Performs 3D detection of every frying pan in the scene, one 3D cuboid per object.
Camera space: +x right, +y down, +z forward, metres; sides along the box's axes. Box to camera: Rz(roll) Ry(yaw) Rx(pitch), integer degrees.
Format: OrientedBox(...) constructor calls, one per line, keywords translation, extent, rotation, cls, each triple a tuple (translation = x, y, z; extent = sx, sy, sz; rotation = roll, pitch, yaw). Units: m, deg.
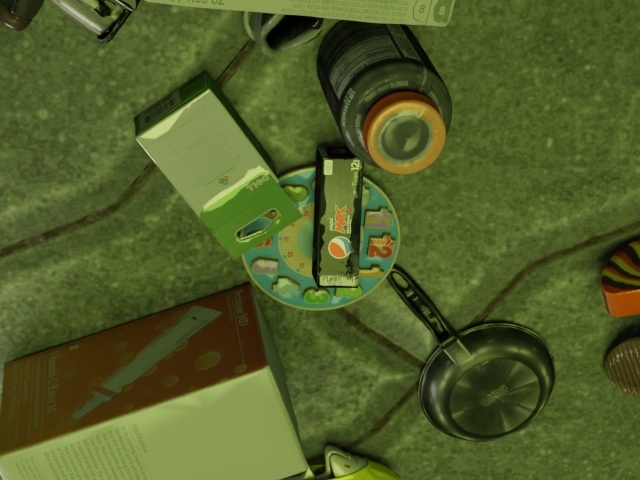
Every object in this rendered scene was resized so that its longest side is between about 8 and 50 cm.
OrientedBox(translation=(0.218, 0.150, 1.914), extent=(0.197, 0.053, 0.326), rotation=(-17, 122, -1), cls="frying pan")

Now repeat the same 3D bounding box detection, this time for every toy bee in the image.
OrientedBox(translation=(0.524, 0.029, 1.860), extent=(0.298, 0.162, 0.195), rotation=(11, 142, 3), cls="toy bee")

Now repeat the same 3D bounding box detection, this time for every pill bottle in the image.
OrientedBox(translation=(0.075, -0.163, 1.610), extent=(0.131, 0.245, 0.130), rotation=(-4, 118, -7), cls="pill bottle")

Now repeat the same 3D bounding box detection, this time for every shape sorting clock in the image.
OrientedBox(translation=(0.000, 0.000, 1.800), extent=(0.206, 0.040, 0.206), rotation=(-4, 117, -8), cls="shape sorting clock")

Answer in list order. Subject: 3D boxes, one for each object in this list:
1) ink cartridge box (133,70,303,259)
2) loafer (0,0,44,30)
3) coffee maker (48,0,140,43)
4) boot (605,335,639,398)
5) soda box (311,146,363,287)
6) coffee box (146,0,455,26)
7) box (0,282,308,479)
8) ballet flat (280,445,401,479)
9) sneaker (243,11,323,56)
OrientedBox(translation=(-0.123, -0.090, 1.720), extent=(0.109, 0.062, 0.209), rotation=(-33, 118, 8), cls="ink cartridge box")
OrientedBox(translation=(-0.396, -0.313, 1.452), extent=(0.303, 0.109, 0.095), rotation=(31, 112, 25), cls="loafer")
OrientedBox(translation=(-0.269, -0.333, 1.553), extent=(0.178, 0.120, 0.171), rotation=(33, 78, -24), cls="coffee maker")
OrientedBox(translation=(0.538, 0.152, 1.926), extent=(0.207, 0.248, 0.090), rotation=(-10, 86, -38), cls="boot")
OrientedBox(translation=(0.021, -0.029, 1.738), extent=(0.053, 0.060, 0.168), rotation=(0, 107, -8), cls="soda box")
OrientedBox(translation=(-0.060, -0.424, 1.342), extent=(0.338, 0.338, 0.334), rotation=(-1, 117, -33), cls="coffee box")
OrientedBox(translation=(-0.214, 0.222, 1.780), extent=(0.345, 0.215, 0.168), rotation=(-18, 118, 0), cls="box")
OrientedBox(translation=(-0.005, 0.326, 1.955), extent=(0.231, 0.077, 0.077), rotation=(-9, 102, -3), cls="ballet flat")
OrientedBox(translation=(0.004, -0.295, 1.594), extent=(0.086, 0.132, 0.228), rotation=(31, 109, -22), cls="sneaker")
